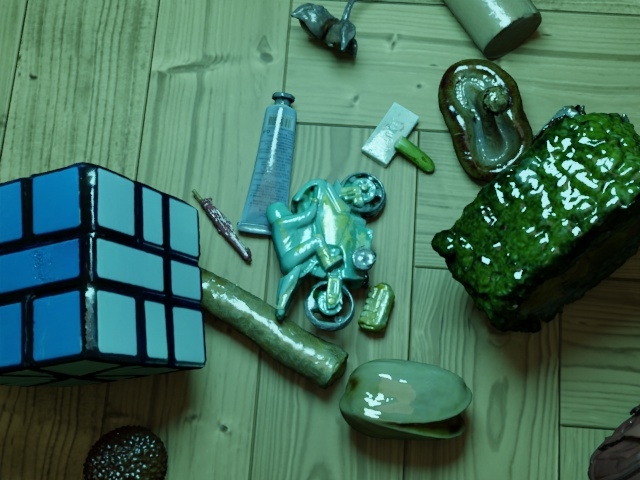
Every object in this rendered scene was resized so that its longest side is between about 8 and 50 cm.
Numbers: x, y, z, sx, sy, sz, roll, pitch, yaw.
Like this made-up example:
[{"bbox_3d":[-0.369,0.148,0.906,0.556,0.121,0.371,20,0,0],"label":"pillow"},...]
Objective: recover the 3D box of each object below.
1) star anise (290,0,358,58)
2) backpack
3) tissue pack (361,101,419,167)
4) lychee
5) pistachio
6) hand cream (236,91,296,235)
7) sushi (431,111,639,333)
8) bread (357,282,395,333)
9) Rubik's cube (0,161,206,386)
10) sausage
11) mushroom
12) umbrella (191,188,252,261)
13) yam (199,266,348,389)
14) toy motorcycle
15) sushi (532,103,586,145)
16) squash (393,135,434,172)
[{"bbox_3d":[0.088,-0.422,1.444,0.219,0.148,0.227,33,90,-34],"label":"star anise"},{"bbox_3d":[0.504,0.318,1.210,0.229,0.229,0.138,-28,74,-5],"label":"backpack"},{"bbox_3d":[0.124,-0.188,1.439,0.056,0.023,0.108,33,80,7],"label":"tissue pack"},{"bbox_3d":[-0.307,0.353,1.269,0.123,0.129,0.123,7,107,26],"label":"lychee"},{"bbox_3d":[0.133,0.256,1.279,0.206,0.131,0.129,6,119,2],"label":"pistachio"},{"bbox_3d":[-0.085,-0.135,1.418,0.088,0.055,0.255,9,79,-5],"label":"hand cream"},{"bbox_3d":[0.377,-0.023,1.249,0.352,0.294,0.178,-43,59,18],"label":"sushi"},{"bbox_3d":[0.096,0.113,1.362,0.049,0.033,0.087,11,72,19],"label":"bread"},{"bbox_3d":[-0.364,0.068,1.220,0.289,0.293,0.283,-11,77,20],"label":"Rubik's cube"},{"bbox_3d":[0.275,-0.458,1.452,0.123,0.123,0.252,-31,77,-6],"label":"sausage"},{"bbox_3d":[0.277,-0.227,1.343,0.148,0.217,0.226,-24,76,2],"label":"mushroom"},{"bbox_3d":[-0.169,-0.027,1.406,0.027,0.025,0.165,-43,78,17],"label":"umbrella"},{"bbox_3d":[-0.119,0.131,1.343,0.357,0.081,0.081,28,79,9],"label":"yam"},{"bbox_3d":[0.000,0.002,1.348,0.199,0.109,0.296,12,66,-2],"label":"toy motorcycle"},{"bbox_3d":[0.421,-0.176,1.392,0.094,0.098,0.084,-41,76,-3],"label":"sushi"},{"bbox_3d":[0.167,-0.149,1.418,0.083,0.027,0.027,36,79,-13],"label":"squash"}]
